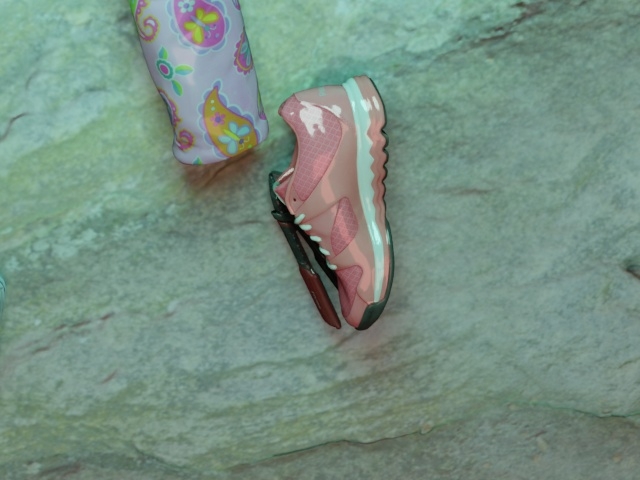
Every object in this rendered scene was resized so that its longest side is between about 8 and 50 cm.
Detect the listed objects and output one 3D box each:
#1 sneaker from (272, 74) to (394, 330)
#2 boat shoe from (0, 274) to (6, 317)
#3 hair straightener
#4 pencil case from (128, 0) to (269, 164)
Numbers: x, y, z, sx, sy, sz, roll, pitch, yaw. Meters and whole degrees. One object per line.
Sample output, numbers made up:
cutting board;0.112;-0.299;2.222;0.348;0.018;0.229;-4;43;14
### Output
sneaker;0.010;-0.042;1.677;0.136;0.116;0.313;-6;106;-7
boat shoe;-0.441;0.141;1.705;0.083;0.076;0.226;9;116;-16
hair straightener;0.000;0.000;1.753;0.089;0.047;0.230;-37;117;-17
pencil case;-0.145;-0.227;1.546;0.124;0.124;0.284;-18;120;-2
